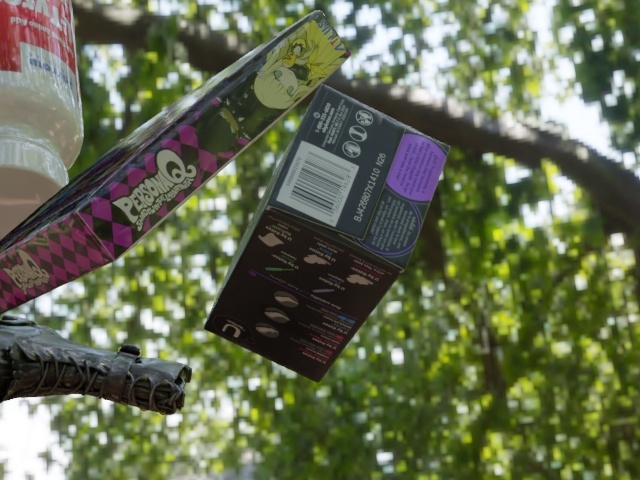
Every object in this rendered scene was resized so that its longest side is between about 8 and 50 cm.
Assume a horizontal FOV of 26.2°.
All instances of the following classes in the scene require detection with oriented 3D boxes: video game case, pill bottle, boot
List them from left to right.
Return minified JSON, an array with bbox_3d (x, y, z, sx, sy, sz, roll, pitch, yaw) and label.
[{"bbox_3d":[-0.432,-0.205,1.809,0.229,0.407,0.229,-9,-33,-6],"label":"pill bottle"},{"bbox_3d":[-0.258,0.144,1.492,0.229,0.091,0.263,13,9,6],"label":"boot"},{"bbox_3d":[-0.112,-0.042,0.869,0.210,0.042,0.232,-44,12,-31],"label":"video game case"}]

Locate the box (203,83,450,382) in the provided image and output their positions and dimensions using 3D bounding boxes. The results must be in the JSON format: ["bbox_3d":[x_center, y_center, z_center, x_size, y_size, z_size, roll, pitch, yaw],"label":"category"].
[{"bbox_3d":[0.000,0.000,1.380,0.143,0.165,0.270,26,-33,-4],"label":"box"}]
